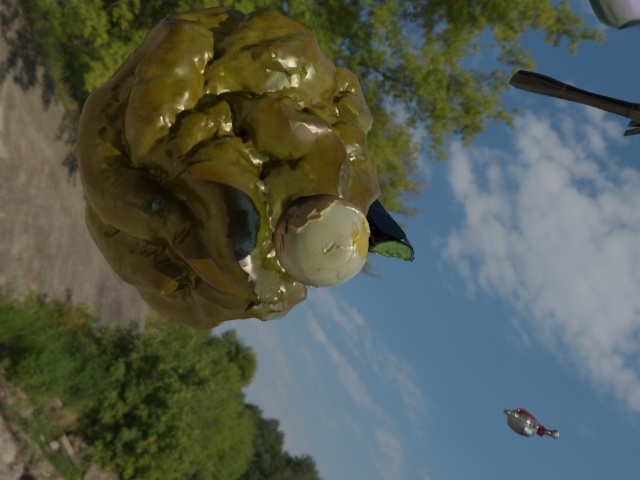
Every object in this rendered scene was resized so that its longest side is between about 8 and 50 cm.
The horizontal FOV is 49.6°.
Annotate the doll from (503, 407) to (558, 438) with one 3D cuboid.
[{"bbox_3d":[0.311,0.280,1.052,0.114,0.039,0.057,28,14,-30],"label":"doll"}]

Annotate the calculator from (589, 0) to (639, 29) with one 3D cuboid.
[{"bbox_3d":[0.346,-0.259,0.557,0.051,0.293,0.173,-116,-159,-61],"label":"calculator"}]

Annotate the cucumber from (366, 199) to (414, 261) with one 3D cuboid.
[{"bbox_3d":[0.049,-0.053,0.985,0.220,0.070,0.046,51,-44,24],"label":"cucumber"}]

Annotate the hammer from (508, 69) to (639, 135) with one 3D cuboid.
[{"bbox_3d":[0.509,-0.277,1.346,0.290,0.037,0.137,24,-11,28],"label":"hammer"}]

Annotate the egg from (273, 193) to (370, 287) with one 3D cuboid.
[{"bbox_3d":[0.000,0.000,0.517,0.071,0.071,0.083,64,-3,-3],"label":"egg"}]

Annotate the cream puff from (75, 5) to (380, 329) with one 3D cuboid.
[{"bbox_3d":[-0.061,-0.065,0.692,0.257,0.324,0.291,34,-42,43],"label":"cream puff"}]
